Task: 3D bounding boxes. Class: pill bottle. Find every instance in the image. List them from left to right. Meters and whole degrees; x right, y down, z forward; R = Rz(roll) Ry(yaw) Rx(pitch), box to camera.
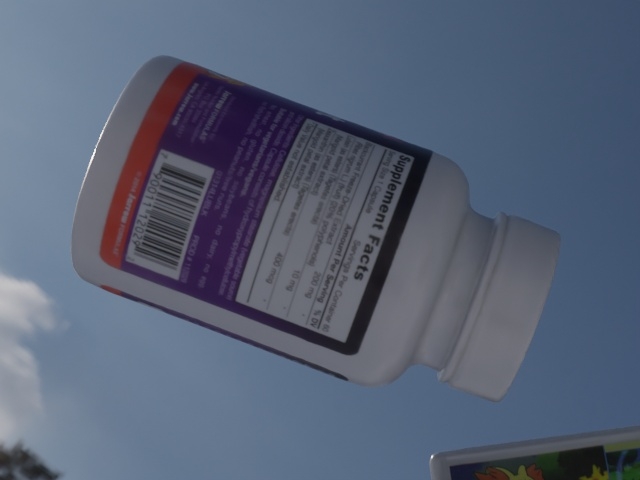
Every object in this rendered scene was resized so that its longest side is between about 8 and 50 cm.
[{"bbox_3d":[0.000,0.000,0.563,0.193,0.108,0.108,21,-35,2],"label":"pill bottle"}]

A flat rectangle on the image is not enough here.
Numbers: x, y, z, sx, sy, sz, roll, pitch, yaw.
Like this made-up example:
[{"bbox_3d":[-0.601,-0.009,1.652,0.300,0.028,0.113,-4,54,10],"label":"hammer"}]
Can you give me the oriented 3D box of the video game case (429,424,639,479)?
[{"bbox_3d":[0.247,0.255,0.779,0.329,0.300,0.036,-9,-24,6],"label":"video game case"}]
